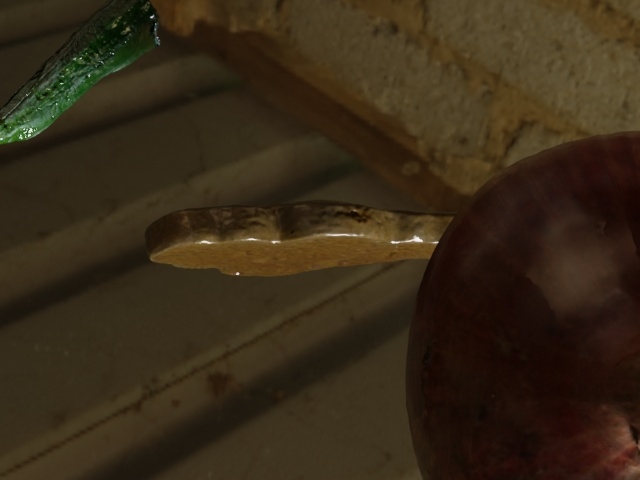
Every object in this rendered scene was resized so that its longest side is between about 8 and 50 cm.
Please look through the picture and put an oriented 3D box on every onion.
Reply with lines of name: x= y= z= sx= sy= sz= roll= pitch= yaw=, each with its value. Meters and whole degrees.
onion: x=0.223 y=0.103 z=0.772 sx=0.353 sy=0.354 sz=0.354 roll=8 pitch=-142 yaw=-6

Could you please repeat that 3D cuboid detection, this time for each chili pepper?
chili pepper: x=-0.249 y=-0.160 z=1.138 sx=0.059 sy=0.088 sz=0.227 roll=37 pitch=-120 yaw=13

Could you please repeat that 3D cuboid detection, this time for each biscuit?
biscuit: x=0.005 y=-0.003 z=1.052 sx=0.319 sy=0.183 sz=0.047 roll=-2 pitch=-99 yaw=-7
